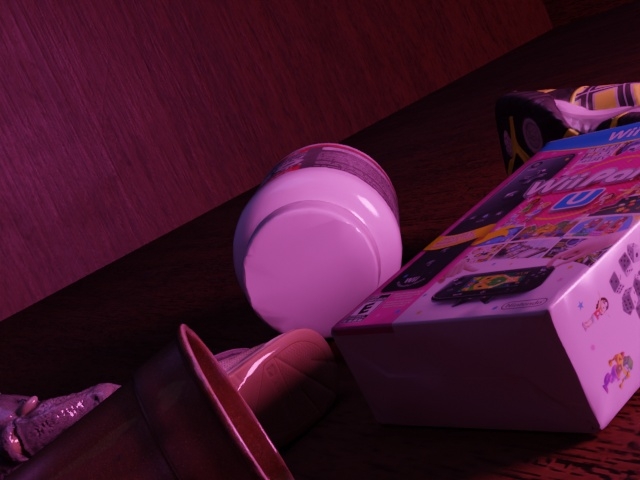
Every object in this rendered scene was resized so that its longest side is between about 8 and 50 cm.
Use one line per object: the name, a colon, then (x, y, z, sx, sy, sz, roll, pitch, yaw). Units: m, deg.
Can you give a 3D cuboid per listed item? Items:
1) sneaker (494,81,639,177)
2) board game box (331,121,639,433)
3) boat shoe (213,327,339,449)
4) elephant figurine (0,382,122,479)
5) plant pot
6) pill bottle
sneaker: (0.307, -0.090, 1.074, 0.147, 0.145, 0.384, -20, 19, -17)
board game box: (0.188, 0.016, 0.813, 0.303, 0.098, 0.224, -36, 16, -34)
boat shoe: (-0.104, 0.154, 0.861, 0.285, 0.103, 0.092, -29, 5, -43)
elephant figurine: (-0.336, 0.207, 1.056, 0.186, 0.169, 0.239, 32, 35, 27)
plant pot: (-0.108, 0.165, 0.662, 0.165, 0.167, 0.167, -33, 11, -4)
pill bottle: (0.000, 0.000, 1.163, 0.176, 0.176, 0.318, -24, 10, 8)
